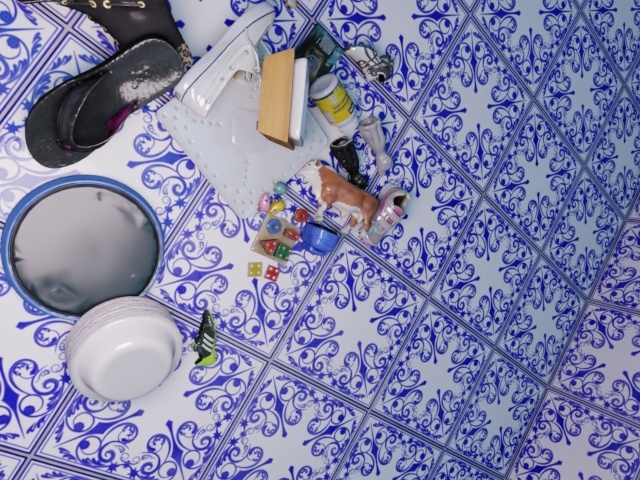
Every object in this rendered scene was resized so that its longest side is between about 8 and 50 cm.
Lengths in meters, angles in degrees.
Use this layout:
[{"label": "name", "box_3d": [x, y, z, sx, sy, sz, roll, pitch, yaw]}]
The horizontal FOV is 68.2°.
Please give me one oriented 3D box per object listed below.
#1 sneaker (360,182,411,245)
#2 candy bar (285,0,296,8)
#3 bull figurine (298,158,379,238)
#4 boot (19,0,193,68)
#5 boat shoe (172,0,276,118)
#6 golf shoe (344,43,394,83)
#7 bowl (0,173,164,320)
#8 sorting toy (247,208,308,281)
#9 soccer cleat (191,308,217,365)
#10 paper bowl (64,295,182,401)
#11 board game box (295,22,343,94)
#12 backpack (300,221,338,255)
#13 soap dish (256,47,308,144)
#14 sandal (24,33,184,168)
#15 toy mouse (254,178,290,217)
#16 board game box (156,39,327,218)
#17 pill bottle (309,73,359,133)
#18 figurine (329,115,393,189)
[{"label": "sneaker", "box_3d": [0.233, -0.092, 1.675, 0.103, 0.111, 0.252, 32, 81, -29]}, {"label": "candy bar", "box_3d": [-0.088, -0.795, 1.442, 0.040, 0.018, 0.161, -1, 98, -26]}, {"label": "bull figurine", "box_3d": [0.058, -0.136, 1.552, 0.310, 0.101, 0.188, 24, 78, -21]}, {"label": "boot", "box_3d": [-0.513, -0.531, 1.136, 0.284, 0.377, 0.138, 70, 19, -53]}, {"label": "boat shoe", "box_3d": [-0.216, -0.470, 1.275, 0.156, 0.136, 0.367, 42, 77, -11]}, {"label": "golf shoe", "box_3d": [0.161, -0.590, 1.583, 0.198, 0.077, 0.094, 12, 92, -30]}, {"label": "bowl", "box_3d": [-0.603, 0.024, 1.232, 0.391, 0.077, 0.391, -4, 99, -29]}, {"label": "sorting toy", "box_3d": [-0.140, 0.006, 1.514, 0.132, 0.046, 0.274, 27, 84, -30]}, {"label": "soccer cleat", "box_3d": [-0.352, 0.297, 1.427, 0.072, 0.060, 0.179, -5, 102, -28]}, {"label": "paper bowl", "box_3d": [-0.506, 0.302, 1.242, 0.284, 0.148, 0.284, -18, 126, -26]}, {"label": "board game box", "box_3d": [-0.020, -0.577, 1.508, 0.126, 0.026, 0.186, 40, 77, -30]}, {"label": "backpack", "box_3d": [0.000, 0.000, 1.550, 0.098, 0.120, 0.101, 18, 88, -31]}, {"label": "soap dish", "box_3d": [-0.098, -0.375, 1.300, 0.118, 0.291, 0.229, 5, 97, 0]}, {"label": "sandal", "box_3d": [-0.520, -0.316, 1.113, 0.446, 0.107, 0.167, -35, 137, 8]}, {"label": "toy mouse", "box_3d": [-0.141, -0.130, 1.443, 0.161, 0.031, 0.143, -39, 152, -28]}, {"label": "board game box", "box_3d": [-0.219, -0.332, 1.416, 0.390, 0.050, 0.390, -45, 117, -17]}, {"label": "pill bottle", "box_3d": [0.051, -0.433, 1.516, 0.103, 0.103, 0.184, -55, 134, -12]}, {"label": "figurine", "box_3d": [0.157, -0.287, 1.628, 0.215, 0.092, 0.209, -39, 123, -20]}]
